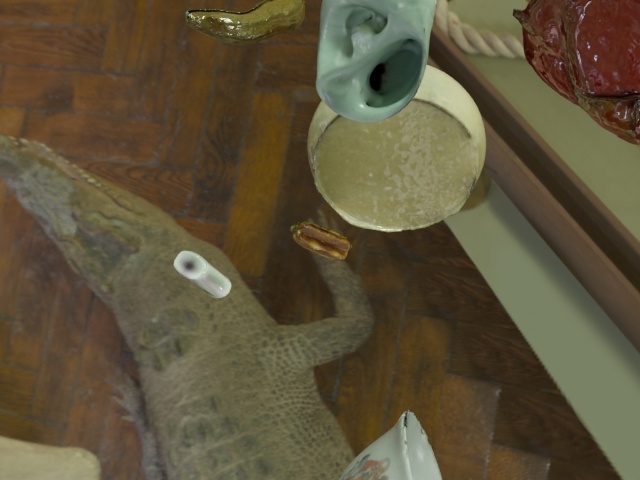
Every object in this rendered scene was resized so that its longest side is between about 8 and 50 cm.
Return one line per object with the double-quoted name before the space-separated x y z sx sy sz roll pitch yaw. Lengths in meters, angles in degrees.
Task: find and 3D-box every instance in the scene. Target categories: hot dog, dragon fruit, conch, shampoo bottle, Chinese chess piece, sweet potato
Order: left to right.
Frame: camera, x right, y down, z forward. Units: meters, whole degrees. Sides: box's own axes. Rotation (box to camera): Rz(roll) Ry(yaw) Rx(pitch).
"shampoo bottle" -0.193 0.060 1.369 0.072 0.099 0.043 27 78 36
"sweet potato" -0.116 -0.372 1.391 0.081 0.233 0.062 50 142 27
"hot dog" 0.000 0.000 1.383 0.037 0.122 0.049 11 78 58
"conch" 0.078 -0.269 1.100 0.185 0.121 0.221 46 132 35
"Chinese chess piece" 0.143 -0.173 1.549 0.338 0.338 0.140 -18 37 19
"dragon fruit" 0.346 -0.192 0.719 0.286 0.329 0.228 -8 72 2

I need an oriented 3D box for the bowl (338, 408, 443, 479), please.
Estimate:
"bowl" 0.082 0.388 0.961 0.157 0.345 0.345 -18 75 9
